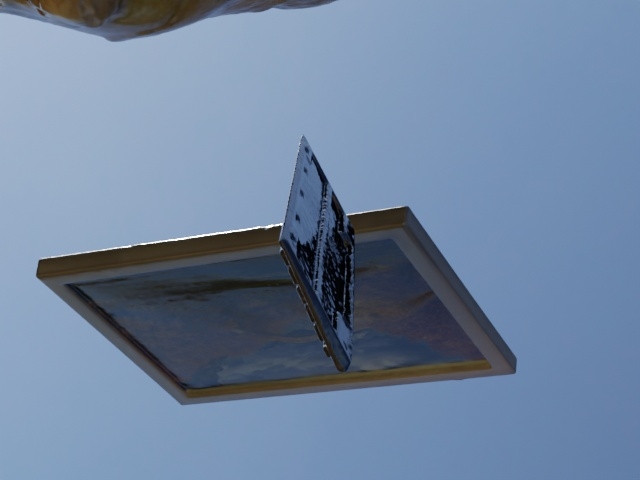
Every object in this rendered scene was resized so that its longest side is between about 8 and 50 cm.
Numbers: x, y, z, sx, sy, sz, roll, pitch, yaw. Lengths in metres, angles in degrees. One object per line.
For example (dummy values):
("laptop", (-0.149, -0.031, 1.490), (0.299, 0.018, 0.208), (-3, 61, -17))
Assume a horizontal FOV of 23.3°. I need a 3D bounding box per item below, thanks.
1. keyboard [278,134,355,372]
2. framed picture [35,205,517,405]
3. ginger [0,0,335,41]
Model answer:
("keyboard", (0.000, 0.000, 0.707), (0.010, 0.198, 0.064), (-24, -77, 8))
("framed picture", (-0.025, 0.047, 0.958), (0.250, 0.184, 0.016), (-7, -125, 25))
("ginger", (-0.097, -0.187, 0.899), (0.190, 0.354, 0.126), (52, -38, 45))
